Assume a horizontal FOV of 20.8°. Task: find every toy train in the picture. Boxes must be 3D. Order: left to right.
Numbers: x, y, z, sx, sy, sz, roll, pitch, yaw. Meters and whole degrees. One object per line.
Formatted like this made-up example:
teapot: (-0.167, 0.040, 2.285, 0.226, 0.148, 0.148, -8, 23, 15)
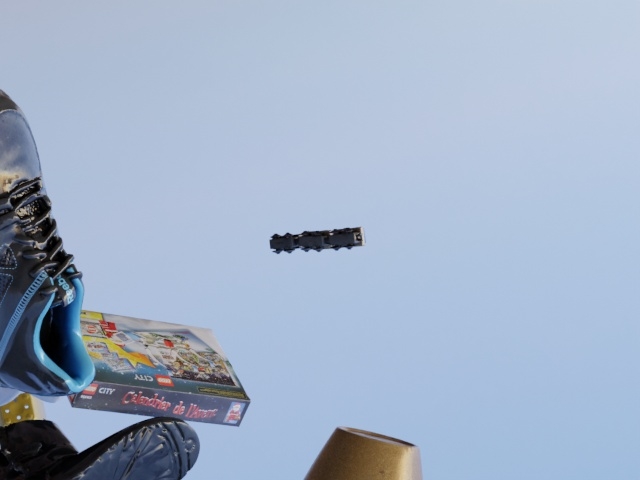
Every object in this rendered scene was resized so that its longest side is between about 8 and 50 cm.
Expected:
toy train: (0.000, 0.000, 2.096, 0.036, 0.027, 0.158, -7, -178, -43)

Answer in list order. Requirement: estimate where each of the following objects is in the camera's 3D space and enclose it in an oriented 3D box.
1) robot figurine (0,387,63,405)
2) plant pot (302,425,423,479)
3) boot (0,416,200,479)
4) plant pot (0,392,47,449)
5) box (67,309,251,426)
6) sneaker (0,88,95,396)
robot figurine: (-0.481, 0.089, 2.312, 0.300, 0.353, 0.200, 11, -107, 63)
plant pot: (0.050, 0.390, 2.374, 0.237, 0.254, 0.237, 14, 178, 1)
boot: (-0.292, 0.258, 2.108, 0.246, 0.094, 0.207, -30, -152, -17)
plant pot: (-0.464, 0.275, 2.692, 0.081, 0.081, 0.083, -11, 153, -11)
box: (-0.220, 0.157, 2.182, 0.233, 0.044, 0.159, 11, -152, -31)
sneaker: (-0.304, 0.004, 1.827, 0.139, 0.341, 0.125, 13, -150, 38)
